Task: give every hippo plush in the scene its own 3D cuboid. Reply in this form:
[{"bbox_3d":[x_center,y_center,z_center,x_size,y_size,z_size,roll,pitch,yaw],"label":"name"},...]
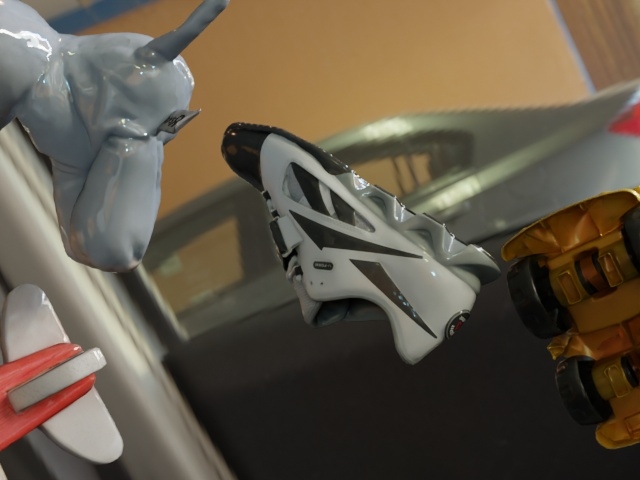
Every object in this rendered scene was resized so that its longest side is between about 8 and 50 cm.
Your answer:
[{"bbox_3d":[-0.245,-0.108,1.145,0.237,0.234,0.294,17,-12,-13],"label":"hippo plush"}]

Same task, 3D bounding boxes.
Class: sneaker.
[{"bbox_3d":[0.000,0.000,1.266,0.146,0.330,0.122,-54,-32,-4],"label":"sneaker"}]

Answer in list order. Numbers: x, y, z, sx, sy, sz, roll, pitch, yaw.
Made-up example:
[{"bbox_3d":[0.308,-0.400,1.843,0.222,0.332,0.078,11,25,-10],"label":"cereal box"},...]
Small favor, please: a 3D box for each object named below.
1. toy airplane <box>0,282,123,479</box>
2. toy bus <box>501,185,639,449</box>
[{"bbox_3d":[-0.361,0.193,1.156,0.386,0.384,0.272,18,-3,-4],"label":"toy airplane"},{"bbox_3d":[0.289,0.060,1.242,0.149,0.220,0.211,-26,-2,21],"label":"toy bus"}]
